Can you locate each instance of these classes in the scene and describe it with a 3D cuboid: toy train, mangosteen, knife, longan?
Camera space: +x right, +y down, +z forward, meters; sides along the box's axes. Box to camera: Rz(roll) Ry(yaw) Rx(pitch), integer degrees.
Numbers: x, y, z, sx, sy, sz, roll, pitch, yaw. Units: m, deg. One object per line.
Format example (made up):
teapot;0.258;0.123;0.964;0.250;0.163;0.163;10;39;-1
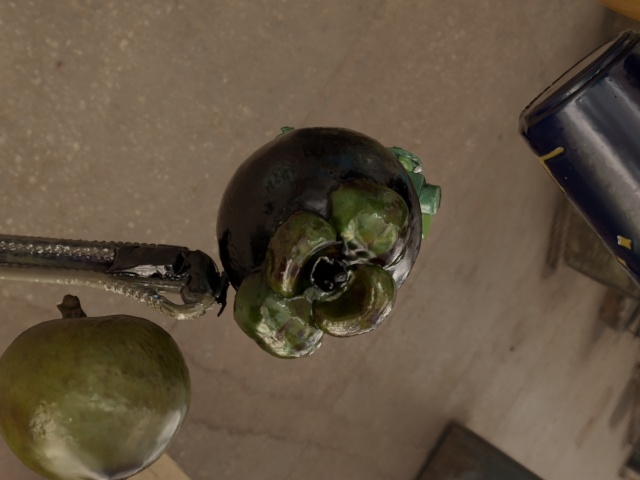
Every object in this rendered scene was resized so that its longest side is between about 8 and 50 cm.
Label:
toy train;0.032;-0.059;1.145;0.157;0.253;0.105;59;43;-67
mangosteen;0.000;0.000;0.899;0.243;0.243;0.243;-38;145;-33
knife;-0.271;0.026;0.966;0.089;0.365;0.043;-68;159;-44
longan;-0.189;0.118;0.743;0.145;0.176;0.154;-30;148;21

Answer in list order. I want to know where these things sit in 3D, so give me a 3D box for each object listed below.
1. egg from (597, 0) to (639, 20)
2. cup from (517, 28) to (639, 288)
egg;0.234;-0.292;0.546;0.282;0.351;0.283;-18;152;-10
cup;0.336;-0.072;0.985;0.178;0.256;0.255;-40;-178;-17
